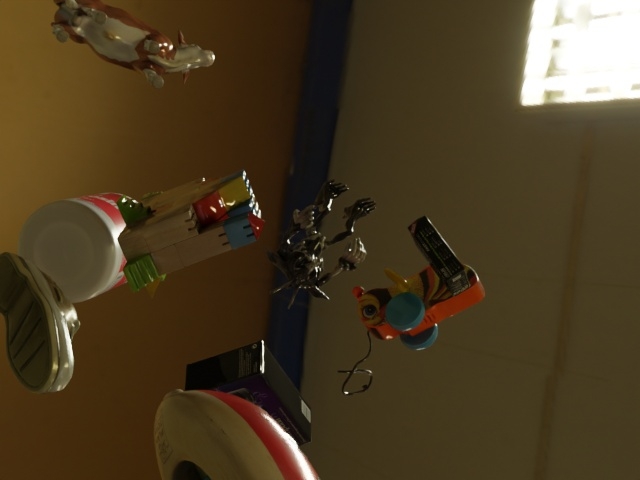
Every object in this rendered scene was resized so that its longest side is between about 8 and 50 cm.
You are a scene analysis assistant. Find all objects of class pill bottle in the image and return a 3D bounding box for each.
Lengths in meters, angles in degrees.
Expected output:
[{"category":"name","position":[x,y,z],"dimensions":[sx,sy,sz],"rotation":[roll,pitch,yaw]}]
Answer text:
[{"category":"pill bottle","position":[-0.524,0.005,2.257],"dimensions":[0.407,0.228,0.229],"rotation":[-39,141,-80]}]

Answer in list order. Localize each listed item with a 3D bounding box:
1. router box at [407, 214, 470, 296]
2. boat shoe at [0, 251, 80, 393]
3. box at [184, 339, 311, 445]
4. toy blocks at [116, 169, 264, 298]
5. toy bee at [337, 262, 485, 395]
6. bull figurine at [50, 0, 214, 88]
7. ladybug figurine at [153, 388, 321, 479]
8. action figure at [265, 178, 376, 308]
[{"category":"router box","position":[0.199,0.027,1.605],"dimensions":[0.038,0.092,0.122],"rotation":[-34,-114,1]},{"category":"boat shoe","position":[-0.430,0.127,1.495],"dimensions":[0.113,0.103,0.302],"rotation":[-51,-136,14]},{"category":"box","position":[-0.153,0.355,2.080],"dimensions":[0.184,0.261,0.103],"rotation":[-18,-140,16]},{"category":"toy blocks","position":[-0.236,-0.045,1.877],"dimensions":[0.381,0.260,0.191],"rotation":[-96,165,-73]},{"category":"toy bee","position":[0.131,0.115,1.707],"dimensions":[0.162,0.298,0.195],"rotation":[54,-21,41]},{"category":"bull figurine","position":[-0.346,-0.361,1.755],"dimensions":[0.188,0.310,0.101],"rotation":[-116,-132,-70]},{"category":"ladybug figurine","position":[-0.095,0.401,1.427],"dimensions":[0.449,0.161,0.305],"rotation":[56,-37,18]},{"category":"action figure","position":[0.000,0.000,1.864],"dimensions":[0.141,0.164,0.276],"rotation":[-42,-165,54]}]
